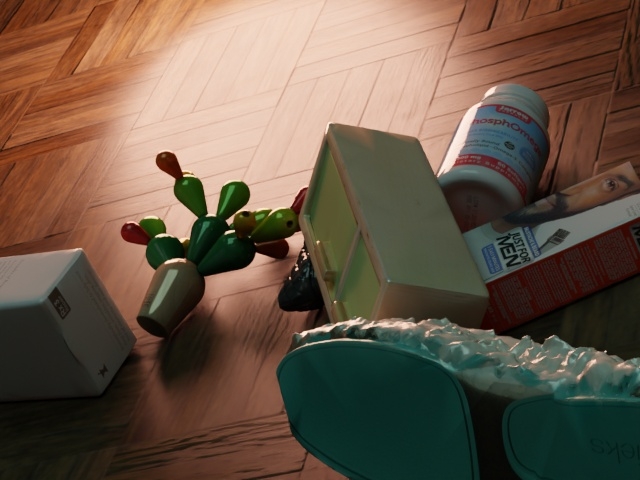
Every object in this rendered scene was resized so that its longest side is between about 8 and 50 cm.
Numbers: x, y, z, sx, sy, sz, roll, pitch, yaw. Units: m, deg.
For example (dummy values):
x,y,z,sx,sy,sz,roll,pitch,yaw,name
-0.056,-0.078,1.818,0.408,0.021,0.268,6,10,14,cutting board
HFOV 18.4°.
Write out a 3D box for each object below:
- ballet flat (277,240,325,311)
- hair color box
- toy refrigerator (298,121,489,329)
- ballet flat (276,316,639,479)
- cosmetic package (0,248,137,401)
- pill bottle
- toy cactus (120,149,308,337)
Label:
x,y,z,sx,sy,sz,roll,pitch,yaw,name
0.000,0.000,1.780,0.049,0.057,0.173,-16,29,27,ballet flat
0.192,0.007,1.606,0.167,0.053,0.093,-23,27,5,hair color box
0.050,0.012,1.615,0.094,0.102,0.269,9,28,-16,toy refrigerator
0.152,0.130,1.385,0.409,0.147,0.147,8,44,44,ballet flat
-0.297,0.083,1.837,0.231,0.117,0.085,-6,35,33,cosmetic package
0.152,-0.068,1.731,0.087,0.087,0.160,-11,32,28,pill bottle
-0.115,0.005,1.841,0.219,0.112,0.180,5,52,37,toy cactus
